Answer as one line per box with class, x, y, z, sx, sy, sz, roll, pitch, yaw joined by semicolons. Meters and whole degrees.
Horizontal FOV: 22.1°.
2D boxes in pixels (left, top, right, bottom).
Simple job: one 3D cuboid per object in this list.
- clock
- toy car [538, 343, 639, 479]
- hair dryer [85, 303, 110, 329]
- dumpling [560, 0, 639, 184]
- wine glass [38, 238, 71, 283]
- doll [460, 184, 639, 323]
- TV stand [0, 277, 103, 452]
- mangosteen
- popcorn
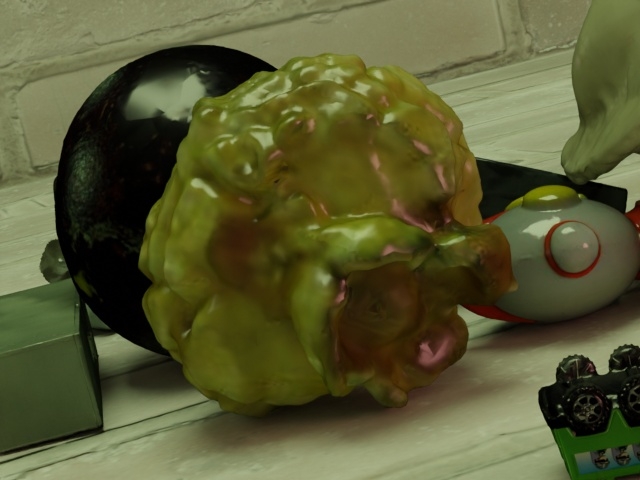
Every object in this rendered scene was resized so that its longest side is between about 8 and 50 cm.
clock;0.148;-0.049;1.525;0.280;0.055;0.280;11;4;-1
toy car;0.208;0.092;0.930;0.165;0.063;0.071;-11;11;6
hair dryer;-0.255;0.083;1.613;0.137;0.047;0.082;-29;17;-37
dumpling;0.334;-0.168;1.396;0.395;0.233;0.315;-37;1;-33
wine glass;-0.220;0.023;1.849;0.198;0.066;0.066;-4;12;31
doll;0.237;-0.001;1.292;0.336;0.105;0.200;-13;-4;-9
TV stand;-0.233;0.098;1.376;0.088;0.083;0.269;-15;11;-5
mangosteen;-0.087;-0.032;1.406;0.288;0.288;0.288;-12;10;2
popcorn;0.000;0.000;1.180;0.270;0.258;0.224;-12;-11;15
